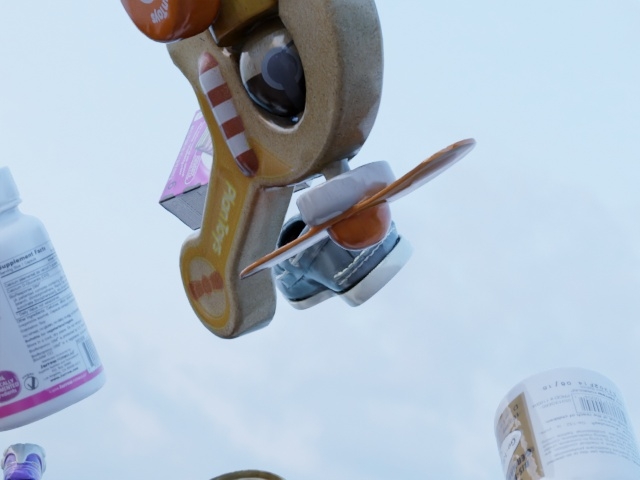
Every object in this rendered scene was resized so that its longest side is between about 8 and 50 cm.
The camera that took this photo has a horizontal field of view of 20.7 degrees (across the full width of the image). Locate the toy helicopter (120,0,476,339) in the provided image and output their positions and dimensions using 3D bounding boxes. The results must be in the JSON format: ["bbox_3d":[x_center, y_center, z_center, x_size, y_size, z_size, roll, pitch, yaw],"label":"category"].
[{"bbox_3d":[-0.027,-0.051,1.122,0.235,0.140,0.355,48,-35,27],"label":"toy helicopter"}]

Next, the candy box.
[{"bbox_3d":[-0.088,-0.118,2.196,0.071,0.159,0.233,39,-37,-29],"label":"candy box"}]

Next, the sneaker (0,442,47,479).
[{"bbox_3d":[-0.357,0.318,2.069,0.068,0.071,0.170,0,-54,-2],"label":"sneaker"}]

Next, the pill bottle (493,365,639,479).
[{"bbox_3d":[0.238,0.234,1.595,0.131,0.229,0.131,-3,-54,-3],"label":"pill bottle"}]

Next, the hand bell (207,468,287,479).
[{"bbox_3d":[-0.058,0.357,1.730,0.126,0.126,0.242,10,-50,29],"label":"hand bell"}]

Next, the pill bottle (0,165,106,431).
[{"bbox_3d":[-0.373,0.067,2.036,0.160,0.283,0.160,-21,6,2],"label":"pill bottle"}]

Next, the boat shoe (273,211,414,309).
[{"bbox_3d":[0.000,0.000,1.745,0.099,0.116,0.319,45,-10,-11],"label":"boat shoe"}]
